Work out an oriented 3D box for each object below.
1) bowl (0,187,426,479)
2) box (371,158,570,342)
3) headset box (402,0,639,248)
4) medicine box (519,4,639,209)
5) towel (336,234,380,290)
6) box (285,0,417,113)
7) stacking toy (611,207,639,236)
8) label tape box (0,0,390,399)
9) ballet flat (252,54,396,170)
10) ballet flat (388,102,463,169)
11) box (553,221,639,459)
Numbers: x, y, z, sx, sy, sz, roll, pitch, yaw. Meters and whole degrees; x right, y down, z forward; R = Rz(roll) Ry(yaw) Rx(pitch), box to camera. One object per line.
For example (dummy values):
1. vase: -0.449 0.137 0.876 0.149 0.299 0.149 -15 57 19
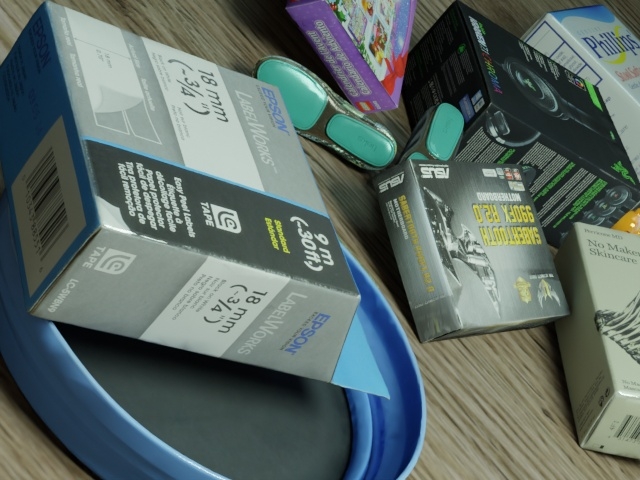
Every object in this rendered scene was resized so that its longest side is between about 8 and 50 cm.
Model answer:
1. bowl: -0.089 0.070 1.075 0.391 0.077 0.391 30 30 -20
2. box: 0.164 0.008 1.429 0.231 0.056 0.183 -1 70 -51
3. headset box: 0.262 -0.140 1.735 0.283 0.131 0.246 27 32 -26
4. medicine box: 0.430 -0.199 2.005 0.289 0.149 0.263 49 29 11
5. towel: 0.000 0.000 1.299 0.148 0.027 0.110 50 6 15
6. box: 0.050 -0.328 1.617 0.201 0.057 0.293 50 42 -46
7. stacking toy: 0.531 0.027 1.849 0.302 0.175 0.166 21 32 -9
8. label tape box: -0.073 -0.026 1.037 0.333 0.106 0.240 17 38 -37
9. ballet flat: 0.000 -0.141 1.504 0.188 0.070 0.070 37 29 -12
10. ballet flat: 0.113 -0.079 1.525 0.074 0.074 0.203 36 42 -10
11. box: 0.331 0.108 1.478 0.113 0.094 0.275 11 39 -12
